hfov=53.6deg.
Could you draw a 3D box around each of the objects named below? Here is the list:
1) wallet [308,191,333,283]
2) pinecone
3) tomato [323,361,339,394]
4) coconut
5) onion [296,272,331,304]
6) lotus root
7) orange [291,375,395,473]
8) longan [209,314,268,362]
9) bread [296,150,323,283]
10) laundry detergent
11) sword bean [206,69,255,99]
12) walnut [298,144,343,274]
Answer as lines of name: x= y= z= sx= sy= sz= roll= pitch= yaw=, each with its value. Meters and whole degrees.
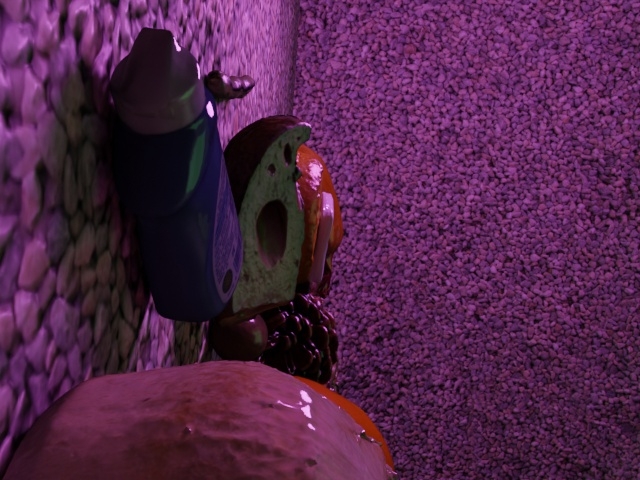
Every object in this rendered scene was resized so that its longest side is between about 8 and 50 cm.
wallet: x=0.000 y=0.000 z=1.302 sx=0.095 sy=0.033 sz=0.190 roll=-88 pitch=-172 yaw=-59
pinecone: x=-0.081 y=0.201 z=1.317 sx=0.257 sy=0.243 sz=0.243 roll=61 pitch=26 yaw=-49
tomato: x=-0.083 y=0.471 z=1.994 sx=0.341 sy=0.272 sz=0.341 roll=0 pitch=90 yaw=-76
coconut: x=-0.066 y=0.231 z=0.430 sx=0.297 sy=0.254 sz=0.297 roll=-176 pitch=-90 yaw=-88
onion: x=-0.076 y=0.066 z=1.676 sx=0.281 sy=0.221 sz=0.281 roll=175 pitch=-90 yaw=-72
lotus root: x=-0.116 y=-0.029 z=0.933 sx=0.210 sy=0.142 sz=0.314 roll=-6 pitch=-97 yaw=52
orange: x=-0.054 y=0.333 z=0.846 sx=0.312 sy=0.312 sz=0.312 roll=-176 pitch=-90 yaw=-90
longan: x=-0.145 y=0.154 z=1.083 sx=0.119 sy=0.106 sz=0.106 roll=55 pitch=-5 yaw=5
bread: x=-0.087 y=-0.046 z=1.257 sx=0.312 sy=0.172 sz=0.312 roll=-174 pitch=-90 yaw=-89
laundry detergent: x=-0.132 y=-0.049 z=0.576 sx=0.290 sy=0.094 sz=0.143 roll=89 pitch=10 yaw=-53
sword bean: x=-0.140 y=-0.246 z=1.007 sx=0.269 sy=0.038 sz=0.043 roll=-81 pitch=180 yaw=-77
walnut: x=-0.051 y=-0.073 z=1.496 sx=0.209 sy=0.209 sz=0.336 roll=94 pitch=-27 yaw=-81
